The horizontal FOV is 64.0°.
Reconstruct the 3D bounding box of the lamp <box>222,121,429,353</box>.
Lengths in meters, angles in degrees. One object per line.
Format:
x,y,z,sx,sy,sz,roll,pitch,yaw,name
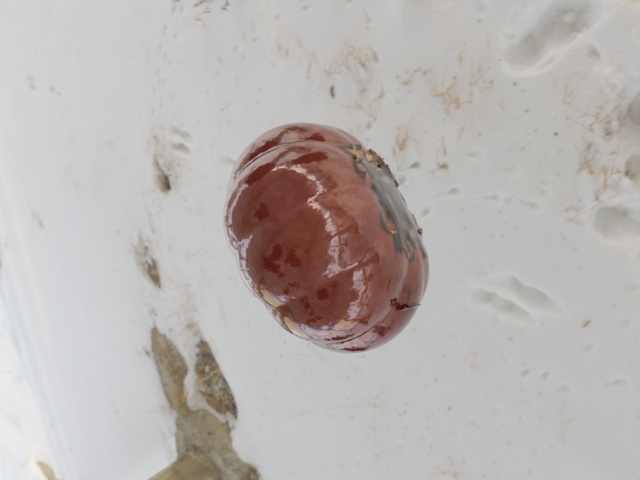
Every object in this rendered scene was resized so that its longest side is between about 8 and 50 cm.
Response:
0.000,0.000,0.393,0.140,0.182,0.182,-29,85,19,lamp
